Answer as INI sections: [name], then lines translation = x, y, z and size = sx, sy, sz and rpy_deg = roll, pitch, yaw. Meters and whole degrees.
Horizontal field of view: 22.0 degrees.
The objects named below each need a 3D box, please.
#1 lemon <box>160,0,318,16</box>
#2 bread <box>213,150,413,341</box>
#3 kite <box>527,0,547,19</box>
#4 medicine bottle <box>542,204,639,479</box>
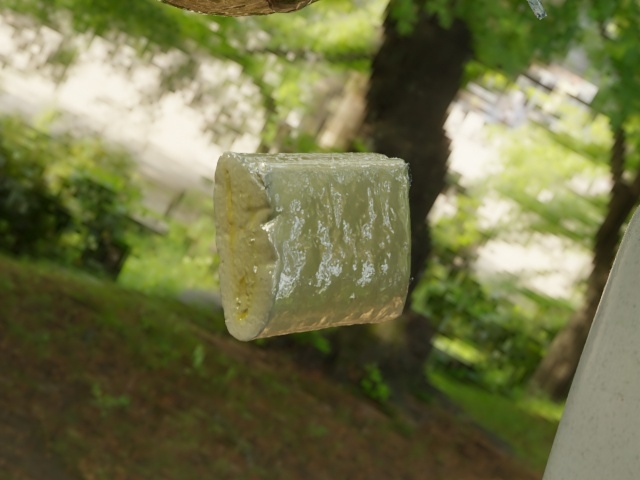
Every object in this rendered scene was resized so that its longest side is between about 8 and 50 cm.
[lemon]
translation = -0.083, -0.356, 1.414
size = 0.348, 0.348, 0.348
rpy_deg = 28, 12, -7
[bread]
translation = 0.000, 0.000, 1.231
size = 0.060, 0.139, 0.178
rpy_deg = -3, 2, 40
[kite]
translation = 0.148, -0.254, 1.395
size = 0.005, 0.137, 0.152
rpy_deg = 50, 22, -87
[medicine bottle]
translation = 0.244, 0.144, 0.944
size = 0.123, 0.375, 0.282
rpy_deg = 22, -5, -36
